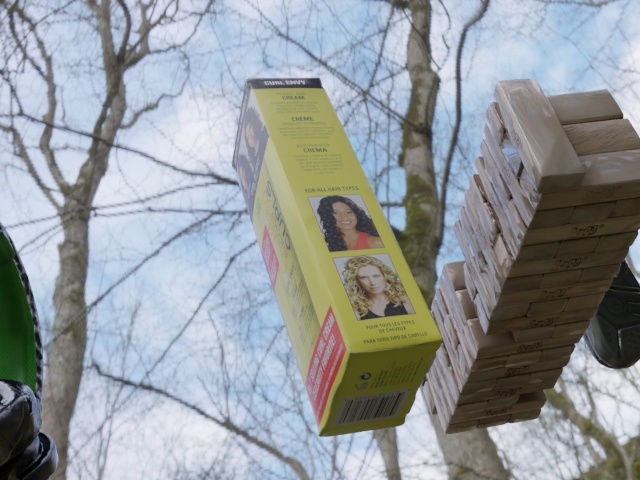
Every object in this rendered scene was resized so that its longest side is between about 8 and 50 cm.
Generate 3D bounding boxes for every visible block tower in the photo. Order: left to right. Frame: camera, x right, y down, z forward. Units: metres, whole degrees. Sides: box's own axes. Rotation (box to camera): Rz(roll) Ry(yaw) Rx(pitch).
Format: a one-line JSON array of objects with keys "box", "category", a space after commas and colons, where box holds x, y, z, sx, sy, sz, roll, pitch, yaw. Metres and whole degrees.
[{"box": [0.153, 0.032, 0.681, 0.097, 0.091, 0.335, -8, -39, -11], "category": "block tower"}]

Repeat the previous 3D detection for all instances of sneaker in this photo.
[{"box": [0.302, 0.075, 1.025, 0.087, 0.227, 0.130, 10, -47, -18], "category": "sneaker"}]

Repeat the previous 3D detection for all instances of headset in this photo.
[{"box": [-0.265, 0.127, 0.658, 0.185, 0.394, 0.243, -9, -46, 5], "category": "headset"}]

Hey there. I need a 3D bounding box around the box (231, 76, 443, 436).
[{"box": [0.000, 0.000, 0.552, 0.058, 0.232, 0.087, -5, -41, -20], "category": "box"}]
